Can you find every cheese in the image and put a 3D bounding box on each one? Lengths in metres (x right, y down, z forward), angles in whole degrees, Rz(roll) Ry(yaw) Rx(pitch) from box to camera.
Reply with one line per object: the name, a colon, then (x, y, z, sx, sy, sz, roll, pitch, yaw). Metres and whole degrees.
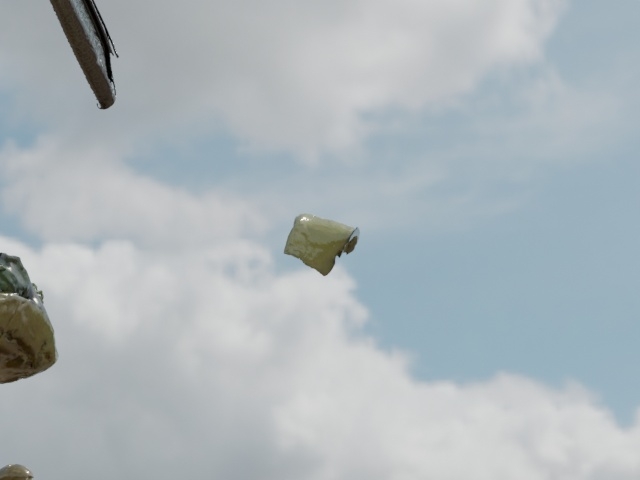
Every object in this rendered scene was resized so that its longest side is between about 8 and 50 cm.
cheese: (0.000, -0.001, 1.437, 0.060, 0.084, 0.041, 22, -69, 5)

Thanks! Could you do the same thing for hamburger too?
hamburger: (-0.428, 0.093, 1.741, 0.265, 0.134, 0.285, -18, -28, 25)

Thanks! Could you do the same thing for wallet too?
wallet: (-0.304, -0.291, 2.013, 0.039, 0.133, 0.243, -13, -36, 3)

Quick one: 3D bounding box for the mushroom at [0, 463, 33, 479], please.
mushroom: (-0.382, 0.410, 2.188, 0.116, 0.225, 0.093, -36, -8, 32)
